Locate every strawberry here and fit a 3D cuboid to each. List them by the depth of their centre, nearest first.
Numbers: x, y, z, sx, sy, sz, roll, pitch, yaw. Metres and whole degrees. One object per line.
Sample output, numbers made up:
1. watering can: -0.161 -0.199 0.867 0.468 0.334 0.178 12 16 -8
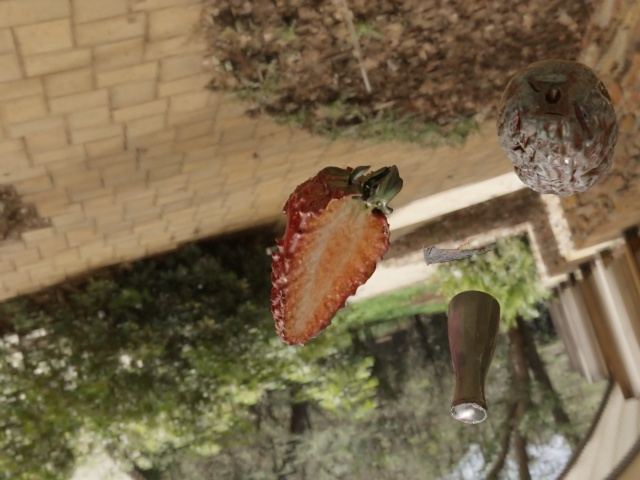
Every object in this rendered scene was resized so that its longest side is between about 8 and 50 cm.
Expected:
1. strawberry: 0.000 0.000 1.244 0.188 0.106 0.286 15 110 -47

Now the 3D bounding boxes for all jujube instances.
1. jujube: 0.437 -0.197 1.677 0.226 0.226 0.317 -19 159 12

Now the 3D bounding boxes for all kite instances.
1. kite: 0.259 0.022 1.803 0.190 0.010 0.159 2 160 -35

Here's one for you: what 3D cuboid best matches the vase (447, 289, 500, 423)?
1. vase: 0.240 0.185 1.449 0.086 0.214 0.086 6 137 6
